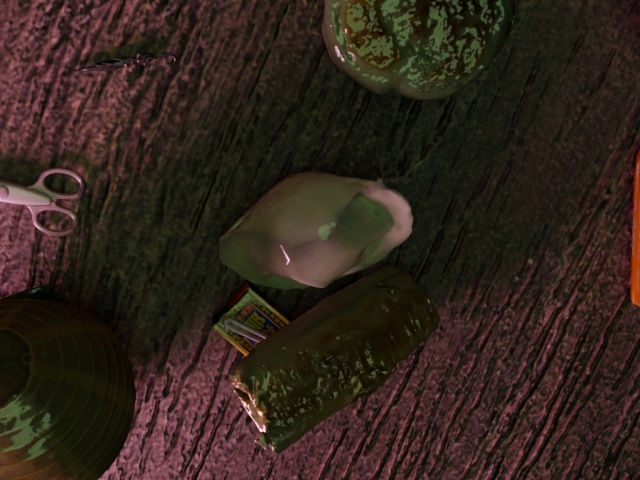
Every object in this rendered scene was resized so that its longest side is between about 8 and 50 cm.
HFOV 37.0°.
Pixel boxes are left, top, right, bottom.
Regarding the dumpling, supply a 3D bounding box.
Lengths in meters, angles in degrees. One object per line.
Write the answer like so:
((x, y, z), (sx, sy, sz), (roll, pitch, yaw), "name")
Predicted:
((-0.004, 0.001, 1.153), (0.216, 0.126, 0.166), (-35, 132, -5), "dumpling")

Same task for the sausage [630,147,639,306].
((0.429, -0.033, 1.202), (0.071, 0.071, 0.234), (-5, 105, -5), "sausage")

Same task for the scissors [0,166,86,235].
((-0.372, -0.059, 1.137), (0.176, 0.022, 0.085), (12, 105, -12), "scissors")

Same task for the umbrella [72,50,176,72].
((-0.230, -0.210, 1.118), (0.122, 0.013, 0.022), (-6, 127, -5), "umbrella")

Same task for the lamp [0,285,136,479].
((-0.332, 0.194, 1.118), (0.250, 0.284, 0.250), (-3, 63, 7), "lamp")

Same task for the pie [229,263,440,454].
((0.016, 0.138, 1.156), (0.282, 0.068, 0.129), (-33, 93, -26), "pie")

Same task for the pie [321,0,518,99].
((0.116, -0.279, 1.114), (0.240, 0.054, 0.241), (-2, 106, -8), "pie")

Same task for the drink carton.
((-0.054, 0.130, 1.203), (0.165, 0.056, 0.071), (41, 93, -14), "drink carton")
